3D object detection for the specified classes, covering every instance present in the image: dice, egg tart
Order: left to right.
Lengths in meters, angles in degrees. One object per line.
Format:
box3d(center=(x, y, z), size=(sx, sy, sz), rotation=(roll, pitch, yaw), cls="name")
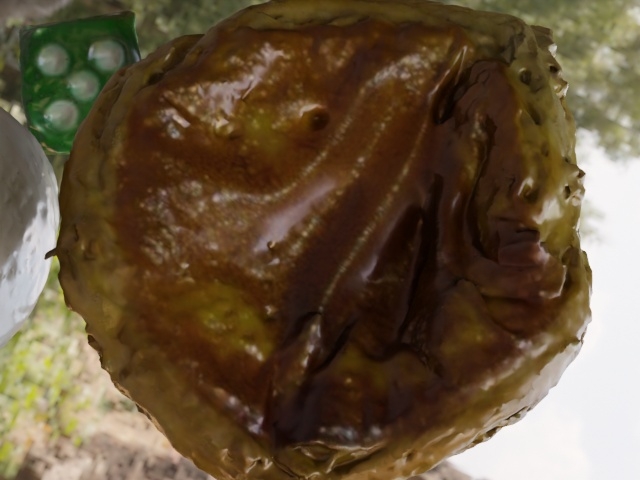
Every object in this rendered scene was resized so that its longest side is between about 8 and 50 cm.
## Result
box3d(center=(-0.230, -0.153, 1.373), size=(0.128, 0.120, 0.131), rotation=(-120, -157, -78), cls="dice")
box3d(center=(0.000, 0.000, 0.879), size=(0.153, 0.339, 0.352), rotation=(99, -18, -60), cls="egg tart")

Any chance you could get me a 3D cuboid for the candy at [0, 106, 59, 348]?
box3d(center=(-0.305, -0.025, 0.890), size=(0.295, 0.295, 0.185), rotation=(-70, -174, -54), cls="candy")
